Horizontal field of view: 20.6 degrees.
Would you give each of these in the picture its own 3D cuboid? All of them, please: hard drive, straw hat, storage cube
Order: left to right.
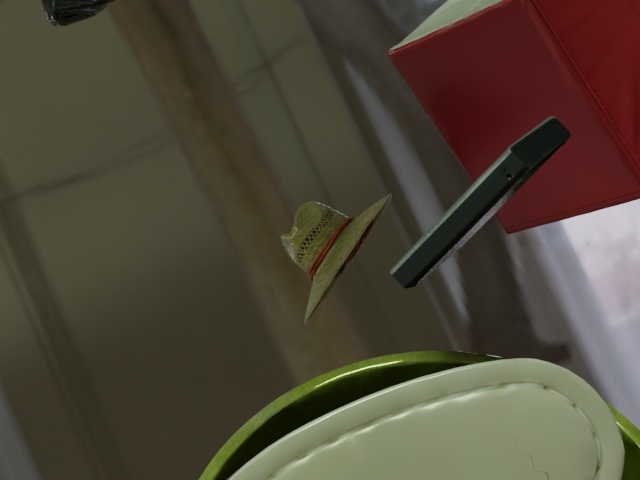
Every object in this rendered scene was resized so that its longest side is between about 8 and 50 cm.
[{"bbox_3d":[0.000,0.000,1.507,0.144,0.061,0.144,-55,-3,-4],"label":"straw hat"},{"bbox_3d":[0.113,-0.026,1.246,0.135,0.022,0.094,-48,-7,31],"label":"hard drive"},{"bbox_3d":[0.212,-0.147,1.459,0.183,0.193,0.215,-43,13,-33],"label":"storage cube"}]

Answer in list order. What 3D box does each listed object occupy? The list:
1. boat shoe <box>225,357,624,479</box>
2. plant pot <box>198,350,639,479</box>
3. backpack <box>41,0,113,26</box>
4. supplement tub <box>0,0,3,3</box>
[{"bbox_3d":[-0.023,0.156,0.706,0.324,0.116,0.097,-39,-2,0],"label":"boat shoe"},{"bbox_3d":[0.089,0.335,1.329,0.366,0.366,0.353,-22,-39,-13],"label":"plant pot"},{"bbox_3d":[-0.135,-0.369,1.136,0.273,0.355,0.290,-18,21,49],"label":"backpack"},{"bbox_3d":[-0.487,-0.354,2.082,0.191,0.191,0.272,-18,16,-36],"label":"supplement tub"}]
